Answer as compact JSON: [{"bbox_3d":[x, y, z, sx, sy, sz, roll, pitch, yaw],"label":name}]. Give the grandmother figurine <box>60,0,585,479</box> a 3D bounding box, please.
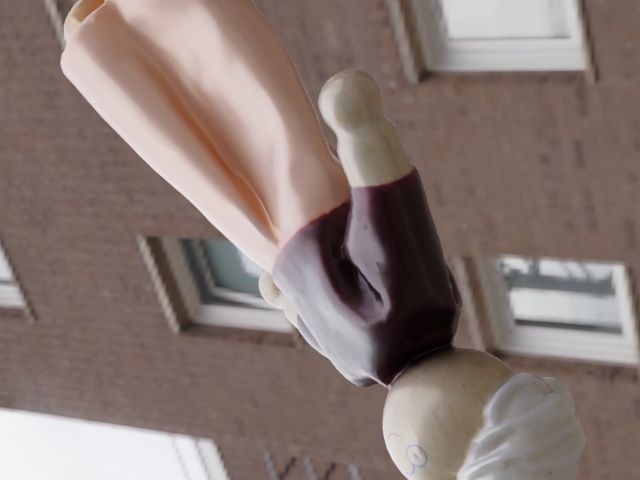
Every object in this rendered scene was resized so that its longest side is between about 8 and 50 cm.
[{"bbox_3d":[0.000,0.000,0.691,0.104,0.342,0.208,-34,-14,-12],"label":"grandmother figurine"}]
